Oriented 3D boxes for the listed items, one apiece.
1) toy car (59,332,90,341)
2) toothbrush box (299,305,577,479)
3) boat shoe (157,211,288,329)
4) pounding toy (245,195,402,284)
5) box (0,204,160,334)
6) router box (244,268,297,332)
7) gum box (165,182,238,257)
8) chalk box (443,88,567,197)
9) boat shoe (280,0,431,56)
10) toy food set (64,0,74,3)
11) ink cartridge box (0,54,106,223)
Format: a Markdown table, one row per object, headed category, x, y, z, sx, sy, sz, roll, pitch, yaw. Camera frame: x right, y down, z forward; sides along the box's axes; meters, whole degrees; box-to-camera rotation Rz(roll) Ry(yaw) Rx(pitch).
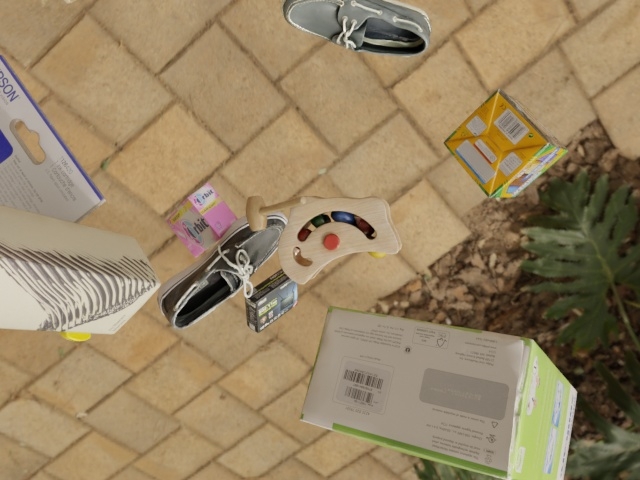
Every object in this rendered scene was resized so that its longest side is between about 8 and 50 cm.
| category | x | y | z | sx | sy | sz | roll | pitch | yaw |
| --- | --- | --- | --- | --- | --- | --- | --- | --- | --- |
| toy car | -0.455 | 0.034 | 1.039 | 0.053 | 0.239 | 0.225 | -22 | 128 | 27 |
| toothbrush box | 0.143 | 0.174 | 0.652 | 0.206 | 0.122 | 0.283 | 6 | 164 | 31 |
| boat shoe | -0.177 | 0.056 | 1.180 | 0.306 | 0.105 | 0.113 | -34 | 127 | -13 |
| pounding toy | 0.000 | 0.000 | 1.040 | 0.269 | 0.155 | 0.154 | 1 | 95 | 11 |
| box | -0.328 | 0.037 | 0.702 | 0.113 | 0.094 | 0.275 | -45 | 154 | 15 |
| router box | -0.102 | 0.123 | 1.272 | 0.122 | 0.038 | 0.092 | -35 | 140 | -35 |
| gum box | -0.259 | -0.039 | 1.312 | 0.107 | 0.062 | 0.188 | 51 | 148 | -7 |
| chalk box | 0.460 | -0.224 | 1.473 | 0.179 | 0.180 | 0.289 | -45 | 160 | 25 |
| boat shoe | 0.077 | -0.446 | 1.245 | 0.319 | 0.099 | 0.116 | 8 | 138 | -10 |
| toy food set | -0.328 | -0.369 | 0.684 | 0.038 | 0.132 | 0.192 | -15 | 121 | 15 |
| ink cartridge box | -0.499 | -0.064 | 0.877 | 0.307 | 0.304 | 0.072 | -37 | 165 | -6 |
